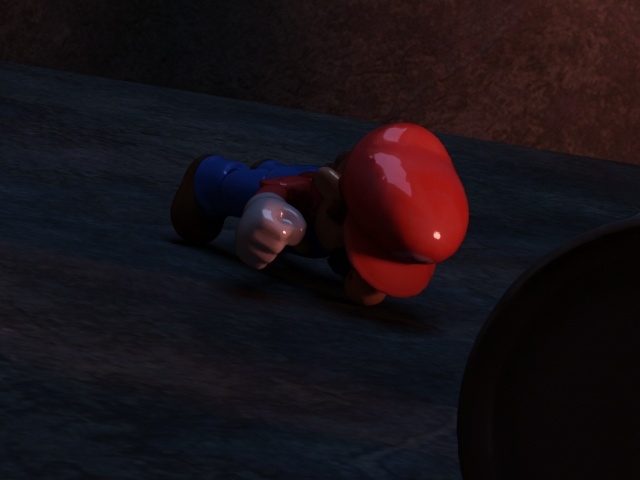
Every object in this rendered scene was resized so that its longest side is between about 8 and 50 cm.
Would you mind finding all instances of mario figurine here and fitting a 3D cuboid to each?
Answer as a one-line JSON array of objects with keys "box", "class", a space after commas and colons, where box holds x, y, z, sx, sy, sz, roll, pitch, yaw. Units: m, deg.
[{"box": [0.000, 0.000, 1.685, 0.198, 0.170, 0.320, -36, 21, -26], "class": "mario figurine"}]

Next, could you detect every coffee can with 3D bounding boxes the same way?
[{"box": [0.199, 0.076, 1.009, 0.202, 0.201, 0.275, 13, 9, 16], "class": "coffee can"}]
